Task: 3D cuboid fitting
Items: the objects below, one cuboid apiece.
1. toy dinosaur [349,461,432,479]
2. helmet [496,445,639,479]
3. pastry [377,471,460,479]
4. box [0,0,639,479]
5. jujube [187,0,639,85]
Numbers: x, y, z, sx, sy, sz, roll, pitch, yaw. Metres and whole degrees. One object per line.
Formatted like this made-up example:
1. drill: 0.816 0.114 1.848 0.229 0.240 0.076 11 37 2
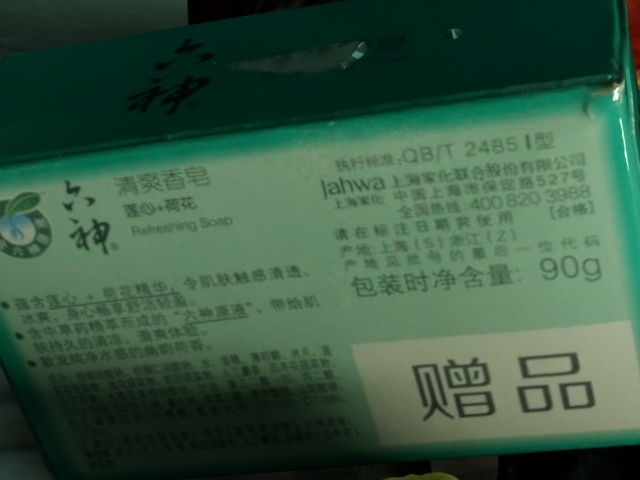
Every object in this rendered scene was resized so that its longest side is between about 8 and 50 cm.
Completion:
1. toy dinosaur: 0.012 0.084 0.592 0.058 0.037 0.180 -27 42 -14
2. helmet: 0.116 0.101 0.560 0.098 0.070 0.123 -9 34 47
3. pastry: 0.016 0.180 0.416 0.154 0.102 0.250 17 38 9
4. box: 0.000 0.000 0.543 0.245 0.153 0.092 -6 34 16
5. jujube: 0.071 -0.119 0.639 0.216 0.342 0.216 13 56 -21
